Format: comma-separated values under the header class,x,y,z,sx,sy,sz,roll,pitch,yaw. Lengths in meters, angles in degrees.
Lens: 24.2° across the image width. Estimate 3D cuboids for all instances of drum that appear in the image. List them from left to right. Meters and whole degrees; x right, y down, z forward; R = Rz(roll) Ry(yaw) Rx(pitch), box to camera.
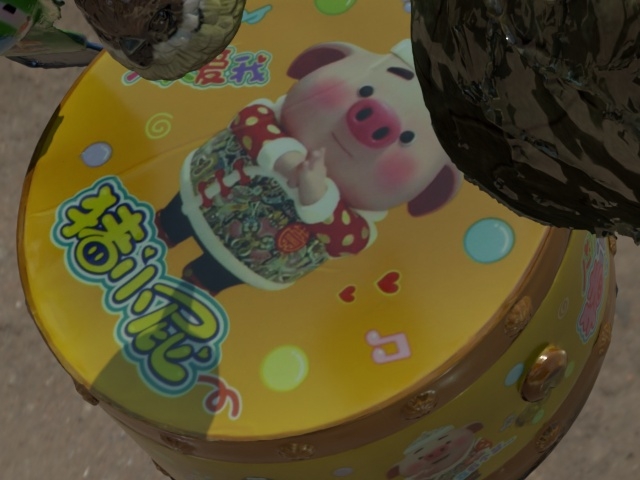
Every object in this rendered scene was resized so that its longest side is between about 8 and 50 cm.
class,x,y,z,sx,sy,sz,roll,pitch,yaw
drum,0.000,0.000,1.115,0.431,0.214,0.431,-8,59,14

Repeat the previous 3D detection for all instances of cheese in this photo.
class,x,y,z,sx,sy,sz,roll,pitch,yaw
cheese,-0.268,-0.168,1.109,0.204,0.320,0.083,-1,81,26

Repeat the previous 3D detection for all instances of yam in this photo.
class,x,y,z,sx,sy,sz,roll,pitch,yaw
yam,0.191,-0.085,0.621,0.241,0.348,0.241,-2,99,-16

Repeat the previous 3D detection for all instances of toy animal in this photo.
class,x,y,z,sx,sy,sz,roll,pitch,yaw
toy animal,-0.088,-0.158,0.821,0.098,0.098,0.137,10,75,-15
